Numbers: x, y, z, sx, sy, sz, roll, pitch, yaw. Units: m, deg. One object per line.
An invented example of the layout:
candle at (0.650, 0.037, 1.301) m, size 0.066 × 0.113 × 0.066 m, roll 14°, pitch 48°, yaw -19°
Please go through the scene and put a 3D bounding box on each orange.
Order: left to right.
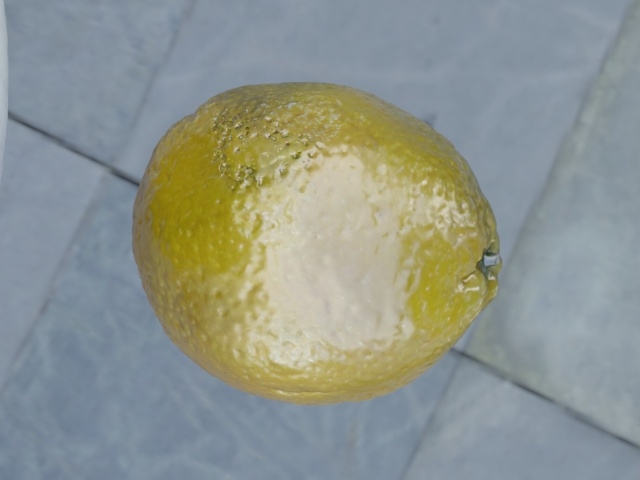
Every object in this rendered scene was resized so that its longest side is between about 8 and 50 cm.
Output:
orange at (0.000, 0.000, 0.493) m, size 0.085 × 0.095 × 0.085 m, roll 6°, pitch 90°, yaw -77°

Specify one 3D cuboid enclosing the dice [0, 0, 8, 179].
dice at (-0.265, -0.020, 0.381) m, size 0.277 × 0.304 × 0.304 m, roll 43°, pitch 42°, yaw -43°
